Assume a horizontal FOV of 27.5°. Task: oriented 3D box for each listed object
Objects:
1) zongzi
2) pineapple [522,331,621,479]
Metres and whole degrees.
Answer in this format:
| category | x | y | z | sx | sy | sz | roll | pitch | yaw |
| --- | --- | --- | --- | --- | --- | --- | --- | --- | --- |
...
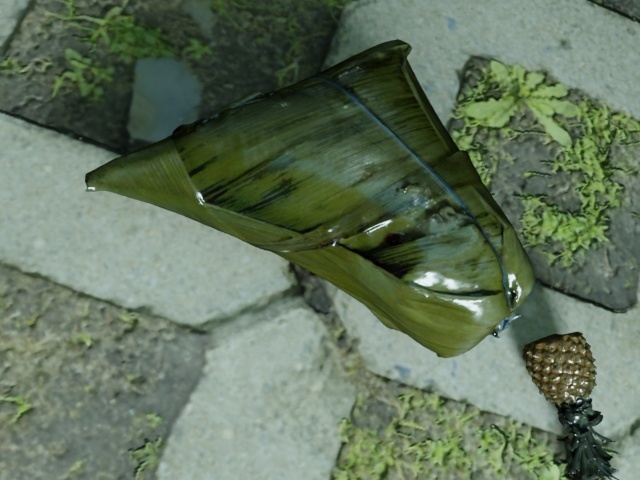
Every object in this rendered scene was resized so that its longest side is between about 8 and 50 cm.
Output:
| category | x | y | z | sx | sy | sz | roll | pitch | yaw |
| --- | --- | --- | --- | --- | --- | --- | --- | --- | --- |
| zongzi | 0.000 | 0.000 | 0.958 | 0.274 | 0.125 | 0.250 | -23 | 70 | -28 |
| pineapple | 0.200 | 0.135 | 1.030 | 0.058 | 0.058 | 0.124 | -13 | 86 | -28 |
